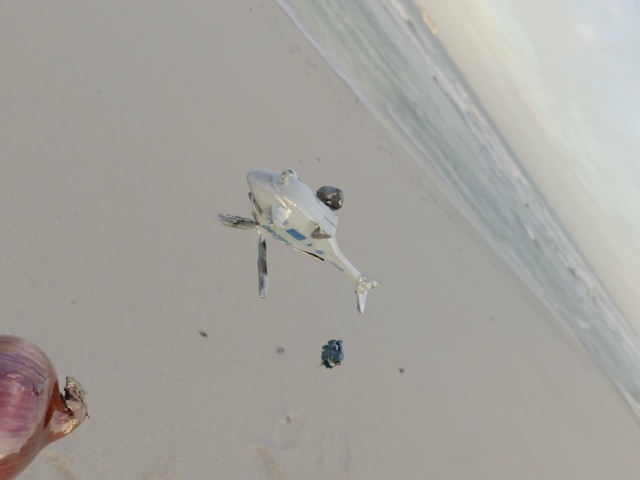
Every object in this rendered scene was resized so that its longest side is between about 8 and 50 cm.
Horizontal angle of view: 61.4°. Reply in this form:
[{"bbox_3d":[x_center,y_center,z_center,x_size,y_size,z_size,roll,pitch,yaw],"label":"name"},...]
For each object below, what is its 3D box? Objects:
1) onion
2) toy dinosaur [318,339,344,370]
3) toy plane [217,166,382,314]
[{"bbox_3d":[-0.733,0.376,1.182,0.353,0.354,0.353,45,24,-26],"label":"onion"},{"bbox_3d":[0.023,0.214,0.999,0.031,0.083,0.047,8,57,-24],"label":"toy dinosaur"},{"bbox_3d":[-0.001,0.010,0.677,0.273,0.107,0.182,54,39,-22],"label":"toy plane"}]
